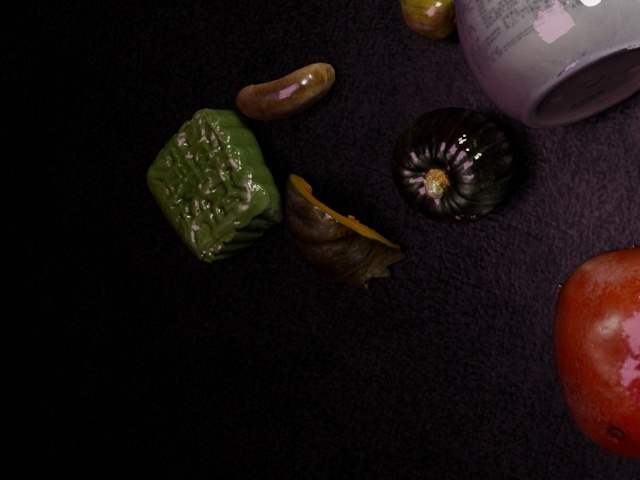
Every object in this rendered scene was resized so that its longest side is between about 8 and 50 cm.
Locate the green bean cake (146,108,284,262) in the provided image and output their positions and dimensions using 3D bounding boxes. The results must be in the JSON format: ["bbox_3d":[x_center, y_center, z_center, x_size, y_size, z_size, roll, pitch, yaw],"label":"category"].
[{"bbox_3d":[-0.192,-0.097,1.494,0.222,0.125,0.248,-42,76,28],"label":"green bean cake"}]

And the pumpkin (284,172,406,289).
[{"bbox_3d":[0.000,0.000,1.385,0.254,0.149,0.130,38,106,20],"label":"pumpkin"}]

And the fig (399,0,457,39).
[{"bbox_3d":[0.160,-0.369,1.289,0.166,0.093,0.093,29,113,54],"label":"fig"}]

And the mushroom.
[{"bbox_3d":[-0.074,-0.255,1.426,0.209,0.094,0.072,-13,87,27],"label":"mushroom"}]

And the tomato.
[{"bbox_3d":[0.470,0.170,1.131,0.338,0.143,0.338,6,102,29],"label":"tomato"}]

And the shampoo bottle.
[{"bbox_3d":[0.318,-0.312,1.076,0.273,0.273,0.266,-27,72,31],"label":"shampoo bottle"}]

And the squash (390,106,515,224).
[{"bbox_3d":[0.202,-0.116,1.244,0.193,0.156,0.193,21,116,52],"label":"squash"}]
